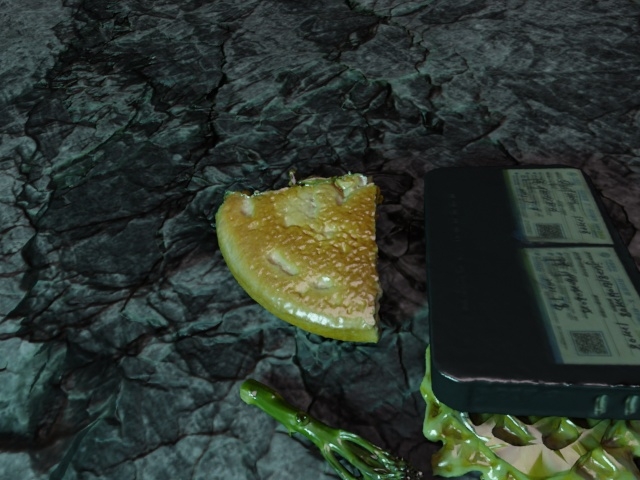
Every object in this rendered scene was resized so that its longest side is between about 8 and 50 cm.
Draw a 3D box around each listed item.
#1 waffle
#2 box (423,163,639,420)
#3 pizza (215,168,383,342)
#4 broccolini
[{"bbox_3d":[0.216,0.144,0.510,0.224,0.054,0.204,3,53,14],"label":"waffle"},{"bbox_3d":[0.223,0.027,0.553,0.212,0.058,0.350,1,39,10],"label":"box"},{"bbox_3d":[0.000,0.000,0.645,0.290,0.081,0.228,32,70,29],"label":"pizza"},{"bbox_3d":[-0.002,0.210,0.514,0.216,0.058,0.067,17,22,31],"label":"broccolini"}]
